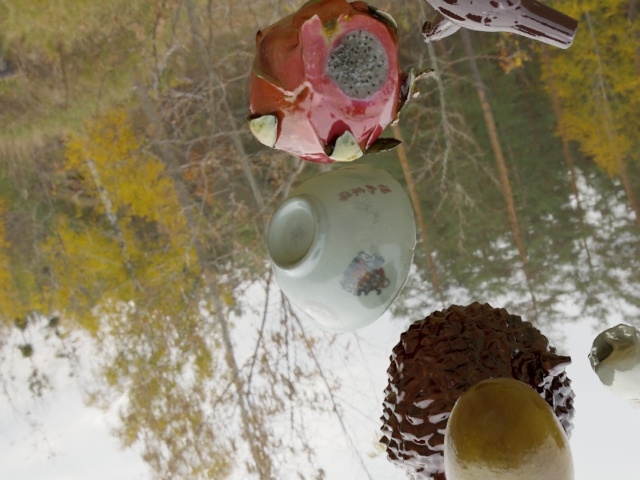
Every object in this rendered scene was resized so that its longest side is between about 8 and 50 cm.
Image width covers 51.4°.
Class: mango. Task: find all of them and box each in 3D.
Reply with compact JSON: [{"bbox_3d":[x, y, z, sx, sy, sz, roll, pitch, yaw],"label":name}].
[{"bbox_3d":[0.202,0.254,0.702,0.136,0.228,0.099,-11,-169,32],"label":"mango"}]

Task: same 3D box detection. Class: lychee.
[{"bbox_3d":[0.330,0.331,1.389,0.424,0.425,0.500,-29,164,-46],"label":"lychee"}]

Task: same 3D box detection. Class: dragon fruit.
[{"bbox_3d":[0.028,-0.266,1.109,0.290,0.291,0.189,-23,-161,-25],"label":"dragon fruit"}]

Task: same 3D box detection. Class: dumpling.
[{"bbox_3d":[0.562,0.239,1.234,0.150,0.176,0.093,-7,-134,53],"label":"dumpling"}]

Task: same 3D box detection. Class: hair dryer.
[{"bbox_3d":[0.321,-0.452,1.388,0.312,0.123,0.340,20,176,-10],"label":"hair dryer"}]

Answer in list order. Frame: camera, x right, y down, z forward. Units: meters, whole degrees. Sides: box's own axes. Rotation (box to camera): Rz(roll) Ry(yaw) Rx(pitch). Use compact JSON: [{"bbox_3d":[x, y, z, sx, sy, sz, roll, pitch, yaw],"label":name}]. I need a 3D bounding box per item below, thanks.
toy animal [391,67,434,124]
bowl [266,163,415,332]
[{"bbox_3d":[0.173,-0.368,1.681,0.255,0.116,0.114,-26,165,16],"label":"toy animal"},{"bbox_3d":[0.000,0.000,1.602,0.434,0.435,0.195,-9,164,43],"label":"bowl"}]
